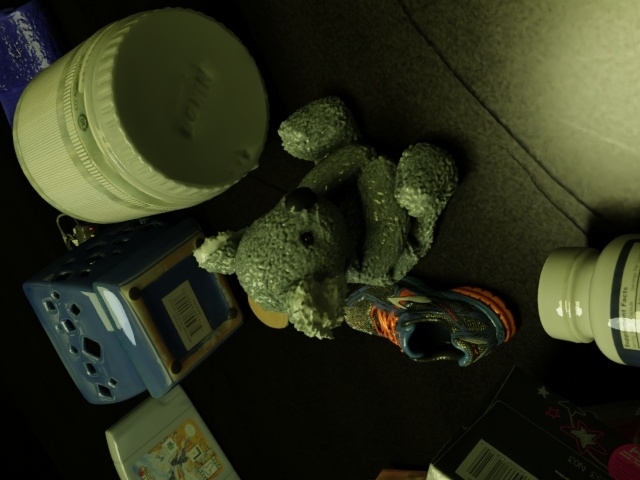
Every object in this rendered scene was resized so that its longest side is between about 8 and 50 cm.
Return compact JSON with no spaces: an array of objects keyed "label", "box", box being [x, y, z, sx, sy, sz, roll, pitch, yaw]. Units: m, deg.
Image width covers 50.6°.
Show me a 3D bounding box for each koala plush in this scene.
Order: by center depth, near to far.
[{"label":"koala plush","box":[0.000,0.000,0.700,0.196,0.221,0.203,30,137,25]}]

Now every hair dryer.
[{"label":"hair dryer","box":[-0.409,0.078,1.320,0.224,0.080,0.293,10,122,60]}]

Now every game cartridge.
[{"label":"game cartridge","box":[-0.301,0.467,1.398,0.062,0.198,0.297,-15,109,50]}]

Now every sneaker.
[{"label":"sneaker","box":[0.106,0.092,0.777,0.221,0.087,0.083,0,118,45]}]

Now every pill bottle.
[{"label":"pill bottle","box":[0.282,0.050,0.545,0.187,0.112,0.112,3,121,45]}]

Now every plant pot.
[{"label":"plant pot","box":[-0.270,0.103,1.056,0.212,0.236,0.235,-5,116,40]}]

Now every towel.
[{"label":"towel","box":[-0.456,-0.216,1.106,0.228,0.076,0.308,0,120,46]}]

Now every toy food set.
[{"label":"toy food set","box":[-0.078,0.097,1.020,0.083,0.020,0.082,34,139,21]}]

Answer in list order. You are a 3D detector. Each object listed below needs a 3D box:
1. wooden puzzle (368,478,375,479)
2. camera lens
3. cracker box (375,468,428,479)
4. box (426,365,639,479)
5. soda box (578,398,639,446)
[{"label":"wooden puzzle","box":[0.128,0.414,1.072,0.116,0.014,0.078,-13,110,49]},{"label":"camera lens","box":[-0.221,-0.139,0.814,0.274,0.219,0.219,-7,115,48]},{"label":"cracker box","box":[0.184,0.446,0.988,0.156,0.067,0.232,-16,107,44]},{"label":"box","box":[0.217,0.264,0.590,0.247,0.163,0.142,33,134,25]},{"label":"soda box","box":[0.257,0.246,0.743,0.083,0.092,0.263,55,142,-4]}]
